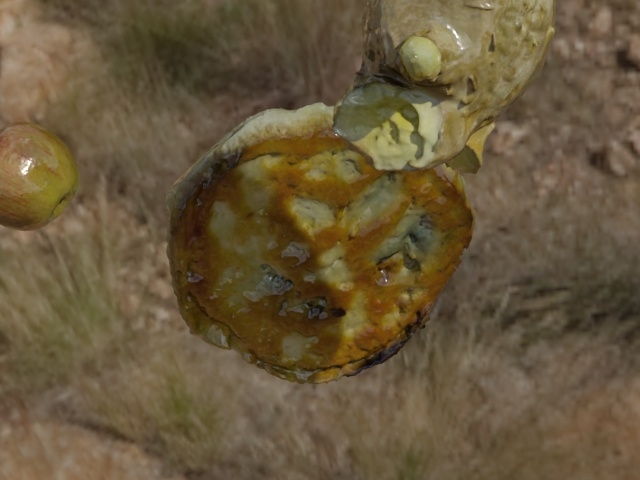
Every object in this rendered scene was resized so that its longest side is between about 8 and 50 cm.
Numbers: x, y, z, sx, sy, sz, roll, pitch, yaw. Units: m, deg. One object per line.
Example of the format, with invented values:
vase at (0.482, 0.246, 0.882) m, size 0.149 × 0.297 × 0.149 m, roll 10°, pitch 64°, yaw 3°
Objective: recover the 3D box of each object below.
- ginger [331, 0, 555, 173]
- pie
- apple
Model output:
ginger at (0.072, -0.112, 0.844) m, size 0.102 × 0.157 × 0.216 m, roll 28°, pitch 18°, yaw 11°
pie at (0.000, 0.000, 1.434) m, size 0.315 × 0.315 × 0.092 m, roll -12°, pitch 37°, yaw 3°
apple at (-0.218, -0.046, 1.124) m, size 0.071 × 0.084 × 0.084 m, roll 31°, pitch 55°, yaw -3°
